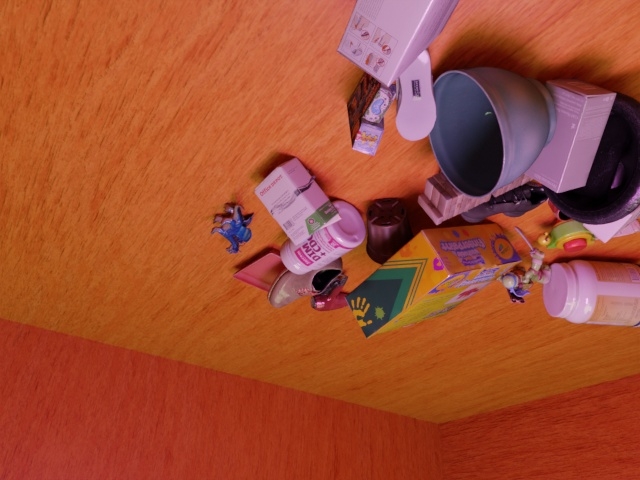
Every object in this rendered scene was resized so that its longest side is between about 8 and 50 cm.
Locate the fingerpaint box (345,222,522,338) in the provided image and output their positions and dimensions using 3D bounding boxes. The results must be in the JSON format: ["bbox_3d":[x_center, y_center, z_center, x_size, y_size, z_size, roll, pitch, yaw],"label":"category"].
[{"bbox_3d":[0.360,0.118,1.667,0.445,0.163,0.371,-6,149,-44],"label":"fingerpaint box"}]

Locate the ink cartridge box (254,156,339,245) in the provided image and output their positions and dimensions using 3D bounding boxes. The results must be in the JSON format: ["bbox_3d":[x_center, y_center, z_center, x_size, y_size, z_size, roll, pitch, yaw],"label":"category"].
[{"bbox_3d":[-0.072,-0.114,1.530,0.208,0.087,0.153,53,134,-3],"label":"ink cartridge box"}]

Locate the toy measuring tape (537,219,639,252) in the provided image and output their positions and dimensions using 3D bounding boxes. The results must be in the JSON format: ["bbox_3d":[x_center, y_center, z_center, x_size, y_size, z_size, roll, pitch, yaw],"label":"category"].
[{"bbox_3d":[0.855,-0.034,1.657,0.330,0.121,0.121,-10,146,5],"label":"toy measuring tape"}]

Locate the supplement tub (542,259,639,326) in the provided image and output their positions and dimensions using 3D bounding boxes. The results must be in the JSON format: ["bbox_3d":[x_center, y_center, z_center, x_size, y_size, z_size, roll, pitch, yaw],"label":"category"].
[{"bbox_3d":[0.987,0.185,1.869,0.316,0.228,0.228,4,147,-1],"label":"supplement tub"}]

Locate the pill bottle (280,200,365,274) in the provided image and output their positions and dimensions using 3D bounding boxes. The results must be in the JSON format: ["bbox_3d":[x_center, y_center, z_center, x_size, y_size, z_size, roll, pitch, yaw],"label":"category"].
[{"bbox_3d":[0.000,0.000,1.723,0.160,0.160,0.283,24,142,-29],"label":"pill bottle"}]

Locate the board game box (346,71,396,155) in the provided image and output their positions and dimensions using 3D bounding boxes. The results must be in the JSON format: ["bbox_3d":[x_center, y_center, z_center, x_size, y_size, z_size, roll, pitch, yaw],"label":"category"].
[{"bbox_3d":[0.120,-0.305,1.211,0.060,0.194,0.194,13,146,-16],"label":"board game box"}]

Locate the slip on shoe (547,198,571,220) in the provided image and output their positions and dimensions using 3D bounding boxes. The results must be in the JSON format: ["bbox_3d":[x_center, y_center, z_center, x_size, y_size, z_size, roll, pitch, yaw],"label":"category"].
[{"bbox_3d":[0.779,-0.163,1.466,0.123,0.101,0.331,19,143,-20],"label":"slip on shoe"}]

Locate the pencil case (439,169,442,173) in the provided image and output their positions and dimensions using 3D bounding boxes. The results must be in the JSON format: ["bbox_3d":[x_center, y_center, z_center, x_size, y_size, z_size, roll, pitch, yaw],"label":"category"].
[{"bbox_3d":[0.383,-0.190,1.477,0.086,0.088,0.206,37,151,16],"label":"pencil case"}]

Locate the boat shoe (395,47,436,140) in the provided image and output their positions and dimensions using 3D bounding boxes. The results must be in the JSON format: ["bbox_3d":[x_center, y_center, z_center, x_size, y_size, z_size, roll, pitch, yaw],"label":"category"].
[{"bbox_3d":[0.217,-0.355,1.222,0.096,0.088,0.267,-2,142,15],"label":"boat shoe"}]

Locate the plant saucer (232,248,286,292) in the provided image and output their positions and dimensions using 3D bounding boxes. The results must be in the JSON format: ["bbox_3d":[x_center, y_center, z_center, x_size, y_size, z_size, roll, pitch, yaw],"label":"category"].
[{"bbox_3d":[-0.166,0.125,2.037,0.259,0.047,0.258,27,140,-33],"label":"plant saucer"}]

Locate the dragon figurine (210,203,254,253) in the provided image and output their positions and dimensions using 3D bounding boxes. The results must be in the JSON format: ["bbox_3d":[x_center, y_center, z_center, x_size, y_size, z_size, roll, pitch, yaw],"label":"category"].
[{"bbox_3d":[-0.268,-0.049,1.739,0.144,0.085,0.289,21,144,-26],"label":"dragon figurine"}]

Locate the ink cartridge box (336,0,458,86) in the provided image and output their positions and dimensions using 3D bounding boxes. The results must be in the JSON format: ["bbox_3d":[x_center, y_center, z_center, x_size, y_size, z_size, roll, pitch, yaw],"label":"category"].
[{"bbox_3d":[0.191,-0.483,0.947,0.130,0.272,0.309,37,144,5],"label":"ink cartridge box"}]

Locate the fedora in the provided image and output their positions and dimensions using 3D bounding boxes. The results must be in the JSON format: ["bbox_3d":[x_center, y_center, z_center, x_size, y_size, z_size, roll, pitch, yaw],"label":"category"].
[{"bbox_3d":[0.710,-0.208,1.300,0.152,0.334,0.334,-17,156,-27],"label":"fedora"}]

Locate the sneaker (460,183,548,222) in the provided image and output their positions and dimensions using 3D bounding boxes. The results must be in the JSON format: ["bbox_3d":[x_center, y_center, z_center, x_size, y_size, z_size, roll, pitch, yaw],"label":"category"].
[{"bbox_3d":[0.501,-0.120,1.446,0.286,0.109,0.130,-9,171,-27],"label":"sneaker"}]

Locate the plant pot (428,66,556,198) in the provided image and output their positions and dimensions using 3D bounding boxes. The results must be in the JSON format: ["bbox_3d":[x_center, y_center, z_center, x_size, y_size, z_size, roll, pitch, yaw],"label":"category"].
[{"bbox_3d":[0.406,-0.267,1.209,0.196,0.293,0.293,-20,150,-15],"label":"plant pot"}]

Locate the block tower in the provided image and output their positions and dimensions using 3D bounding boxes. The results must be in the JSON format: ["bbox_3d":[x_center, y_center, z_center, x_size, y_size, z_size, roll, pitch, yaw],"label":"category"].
[{"bbox_3d":[0.422,-0.161,1.364,0.335,0.091,0.097,-26,148,-12],"label":"block tower"}]

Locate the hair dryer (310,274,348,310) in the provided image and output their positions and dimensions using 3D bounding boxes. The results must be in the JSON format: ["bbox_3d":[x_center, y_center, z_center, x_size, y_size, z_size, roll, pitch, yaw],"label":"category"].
[{"bbox_3d":[0.052,0.224,2.108,0.224,0.080,0.293,-19,156,24],"label":"hair dryer"}]

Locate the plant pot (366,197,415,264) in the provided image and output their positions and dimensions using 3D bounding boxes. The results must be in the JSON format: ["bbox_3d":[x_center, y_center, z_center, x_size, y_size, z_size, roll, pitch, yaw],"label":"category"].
[{"bbox_3d":[0.216,-0.034,1.667,0.167,0.167,0.165,-4,139,11],"label":"plant pot"}]

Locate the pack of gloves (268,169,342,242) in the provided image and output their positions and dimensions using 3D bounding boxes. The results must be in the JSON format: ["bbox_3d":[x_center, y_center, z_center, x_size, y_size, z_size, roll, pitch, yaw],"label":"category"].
[{"bbox_3d":[-0.055,-0.108,1.615,0.232,0.046,0.195,-31,95,42],"label":"pack of gloves"}]

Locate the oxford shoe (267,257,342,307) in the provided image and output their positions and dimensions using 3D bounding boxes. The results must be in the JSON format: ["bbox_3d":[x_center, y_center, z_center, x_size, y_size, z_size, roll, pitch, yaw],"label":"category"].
[{"bbox_3d":[-0.062,0.154,1.910,0.123,0.130,0.348,32,118,-35],"label":"oxford shoe"}]

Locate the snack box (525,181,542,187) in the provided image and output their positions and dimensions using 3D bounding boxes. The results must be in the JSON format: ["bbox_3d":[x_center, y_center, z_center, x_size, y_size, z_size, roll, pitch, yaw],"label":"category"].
[{"bbox_3d":[0.593,-0.152,1.567,0.178,0.022,0.064,11,145,-11],"label":"snack box"}]

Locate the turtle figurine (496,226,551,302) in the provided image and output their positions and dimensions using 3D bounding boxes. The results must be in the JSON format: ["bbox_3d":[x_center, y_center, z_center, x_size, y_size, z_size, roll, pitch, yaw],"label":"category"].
[{"bbox_3d":[0.691,0.077,1.845,0.266,0.274,0.198,11,129,-50],"label":"turtle figurine"}]

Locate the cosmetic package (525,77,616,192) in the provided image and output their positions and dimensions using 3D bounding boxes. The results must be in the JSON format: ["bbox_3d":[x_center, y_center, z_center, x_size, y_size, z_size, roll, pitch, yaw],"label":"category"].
[{"bbox_3d":[0.577,-0.247,1.236,0.107,0.127,0.238,-12,125,-23],"label":"cosmetic package"}]

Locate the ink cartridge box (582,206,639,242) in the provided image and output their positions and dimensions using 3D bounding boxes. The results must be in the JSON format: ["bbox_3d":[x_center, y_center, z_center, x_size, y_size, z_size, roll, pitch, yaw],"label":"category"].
[{"bbox_3d":[0.860,-0.102,1.472,0.203,0.086,0.148,-31,154,-19],"label":"ink cartridge box"}]
